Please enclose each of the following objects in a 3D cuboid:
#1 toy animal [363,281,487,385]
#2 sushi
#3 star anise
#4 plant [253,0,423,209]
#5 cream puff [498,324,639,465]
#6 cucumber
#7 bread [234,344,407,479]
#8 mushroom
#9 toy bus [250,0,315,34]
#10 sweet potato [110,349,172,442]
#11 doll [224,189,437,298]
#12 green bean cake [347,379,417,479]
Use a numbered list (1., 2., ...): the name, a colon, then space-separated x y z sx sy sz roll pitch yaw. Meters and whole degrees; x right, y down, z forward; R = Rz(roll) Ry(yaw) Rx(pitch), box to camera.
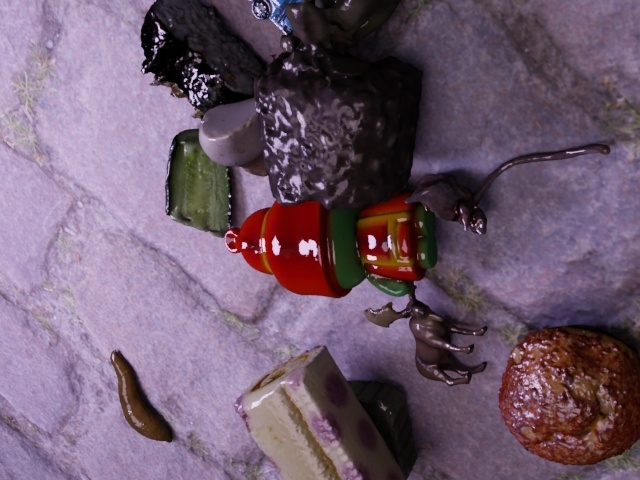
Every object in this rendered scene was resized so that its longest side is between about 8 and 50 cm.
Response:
1. toy animal: 0.169 0.146 1.442 0.186 0.094 0.214 19 135 29
2. sushi: -0.188 -0.266 1.352 0.212 0.147 0.115 43 129 -7
3. star anise: 0.249 -0.101 1.243 0.227 0.148 0.218 -52 51 15
4. plant: 0.023 -0.210 1.219 0.213 0.215 0.312 5 114 24
5. cream puff: 0.379 0.236 1.337 0.240 0.164 0.240 14 119 25
6. cucumber: -0.213 -0.096 1.519 0.115 0.086 0.193 -7 125 -17
7. bread: 0.016 0.359 1.514 0.187 0.155 0.338 -28 96 28
8. mushroom: -0.114 -0.144 1.344 0.116 0.225 0.093 -23 70 0
9. toy bus: -0.072 -0.382 1.247 0.184 0.090 0.106 42 129 1
10. sweet potato: -0.405 0.351 1.933 0.069 0.059 0.250 -23 103 17
11. doll: 0.001 0.000 1.395 0.363 0.160 0.183 -1 101 30
12. green bean cake: 0.074 0.344 1.621 0.183 0.094 0.185 1 119 30
